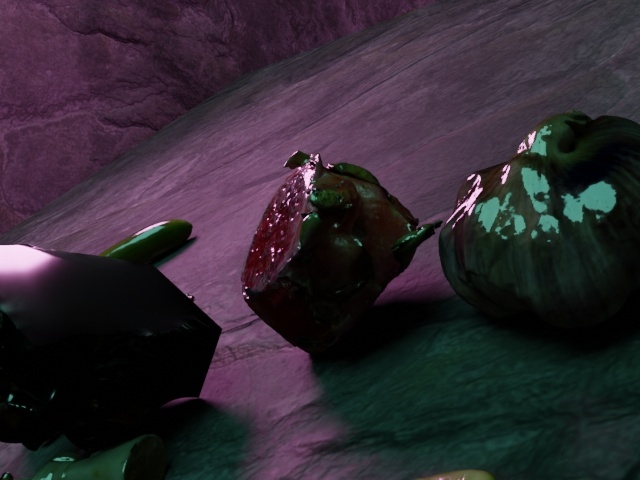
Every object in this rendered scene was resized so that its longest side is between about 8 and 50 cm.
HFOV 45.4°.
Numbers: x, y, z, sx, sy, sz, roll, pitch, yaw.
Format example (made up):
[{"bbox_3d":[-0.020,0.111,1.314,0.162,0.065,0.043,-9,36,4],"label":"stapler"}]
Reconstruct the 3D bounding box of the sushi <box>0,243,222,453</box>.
[{"bbox_3d":[-0.288,0.133,0.884,0.227,0.212,0.215,0,28,-48],"label":"sushi"}]

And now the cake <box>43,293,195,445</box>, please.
[{"bbox_3d":[-0.312,0.149,1.092,0.295,0.112,0.116,-36,22,-36],"label":"cake"}]

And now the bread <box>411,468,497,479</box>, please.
[{"bbox_3d":[0.080,0.197,0.478,0.082,0.056,0.115,-18,17,19],"label":"bread"}]

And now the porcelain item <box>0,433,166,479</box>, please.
[{"bbox_3d":[-0.264,0.258,0.810,0.213,0.054,0.084,-19,19,25],"label":"porcelain item"}]

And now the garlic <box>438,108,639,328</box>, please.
[{"bbox_3d":[0.214,-0.028,0.691,0.245,0.160,0.245,-26,20,11],"label":"garlic"}]

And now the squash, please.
[{"bbox_3d":[-0.373,0.025,1.525,0.258,0.069,0.069,-29,19,1],"label":"squash"}]

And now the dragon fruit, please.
[{"bbox_3d":[0.000,0.000,0.833,0.211,0.147,0.282,-62,12,-30],"label":"dragon fruit"}]
